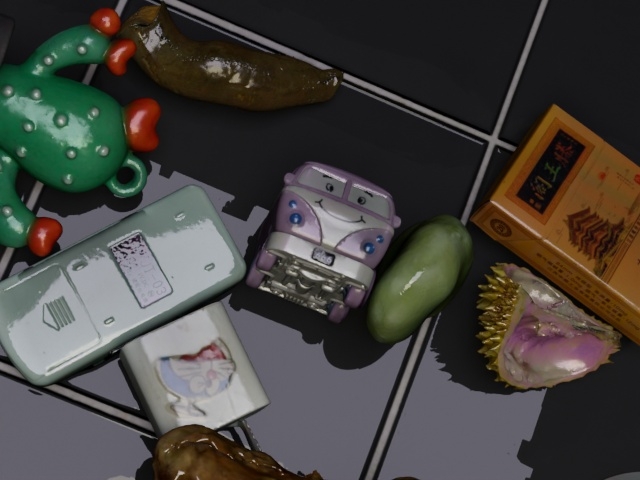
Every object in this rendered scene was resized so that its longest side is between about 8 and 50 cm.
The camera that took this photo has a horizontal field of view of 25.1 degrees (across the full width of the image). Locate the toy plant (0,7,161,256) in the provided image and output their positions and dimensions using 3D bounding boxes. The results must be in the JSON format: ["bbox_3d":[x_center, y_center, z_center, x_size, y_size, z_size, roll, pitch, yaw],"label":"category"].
[{"bbox_3d":[-0.379,-0.154,1.651,0.400,0.185,0.279,25,69,-21],"label":"toy plant"}]

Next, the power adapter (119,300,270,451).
[{"bbox_3d":[-0.129,0.191,1.646,0.130,0.125,0.205,-26,83,-15],"label":"power adapter"}]

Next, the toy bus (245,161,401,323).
[{"bbox_3d":[0.000,0.000,1.670,0.142,0.202,0.142,24,73,-5],"label":"toy bus"}]

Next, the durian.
[{"bbox_3d":[0.262,0.104,1.728,0.182,0.132,0.165,-16,98,-44],"label":"durian"}]

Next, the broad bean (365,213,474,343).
[{"bbox_3d":[0.119,0.042,1.678,0.100,0.228,0.169,33,118,1],"label":"broad bean"}]

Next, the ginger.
[{"bbox_3d":[-0.033,0.309,1.539,0.321,0.165,0.172,14,88,-7],"label":"ginger"}]

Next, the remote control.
[{"bbox_3d":[-0.240,0.056,1.691,0.296,0.056,0.140,-29,83,-13],"label":"remote control"}]

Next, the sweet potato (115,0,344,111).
[{"bbox_3d":[-0.110,-0.218,1.756,0.285,0.085,0.112,11,72,-8],"label":"sweet potato"}]

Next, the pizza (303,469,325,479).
[{"bbox_3d":[-0.009,0.371,1.653,0.289,0.081,0.229,-30,84,-13],"label":"pizza"}]

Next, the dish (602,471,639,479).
[{"bbox_3d":[0.404,0.406,1.717,0.260,0.085,0.260,2,78,-9],"label":"dish"}]

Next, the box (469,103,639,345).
[{"bbox_3d":[0.344,-0.018,1.785,0.274,0.076,0.174,37,62,-1],"label":"box"}]
